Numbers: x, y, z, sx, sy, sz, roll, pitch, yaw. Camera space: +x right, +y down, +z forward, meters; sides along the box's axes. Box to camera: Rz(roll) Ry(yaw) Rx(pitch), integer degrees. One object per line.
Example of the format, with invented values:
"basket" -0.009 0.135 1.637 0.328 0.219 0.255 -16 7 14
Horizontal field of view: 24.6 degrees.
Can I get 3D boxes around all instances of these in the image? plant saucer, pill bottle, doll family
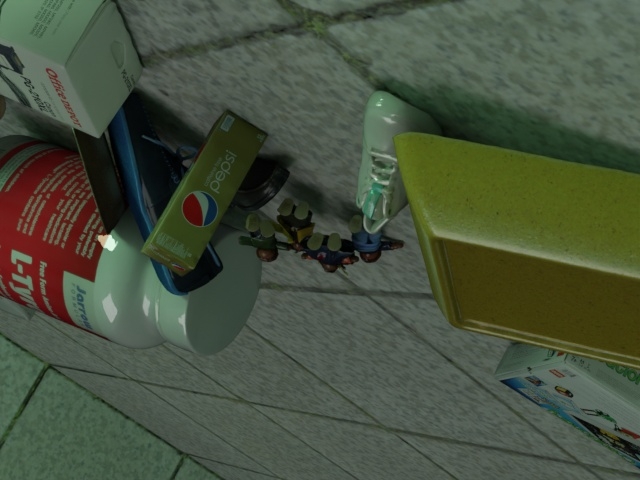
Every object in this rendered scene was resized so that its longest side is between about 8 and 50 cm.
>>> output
"plant saucer" -0.277 -0.106 1.816 0.198 0.036 0.199 162 90 -83
"pill bottle" -0.293 0.012 2.003 0.407 0.229 0.229 19 160 28
"doll family" 0.000 0.000 1.764 0.193 0.076 0.111 17 158 12
"plant saucer" 0.236 0.032 1.415 0.332 0.081 0.333 12 158 16

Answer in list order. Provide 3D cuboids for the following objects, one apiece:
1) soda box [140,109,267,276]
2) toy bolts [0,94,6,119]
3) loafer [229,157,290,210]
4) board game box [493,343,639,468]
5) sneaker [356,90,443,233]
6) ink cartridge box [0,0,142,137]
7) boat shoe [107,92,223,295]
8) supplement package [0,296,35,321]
"soda box" -0.131 -0.052 1.653 0.058 0.181 0.061 32 162 -10
"toy bolts" -0.537 -0.212 1.991 0.228 0.158 0.218 26 125 42
"loafer" -0.096 -0.074 1.745 0.061 0.062 0.170 44 157 -23
"board game box" 0.387 0.218 1.832 0.305 0.053 0.193 32 161 -11
"sneaker" 0.068 -0.068 1.457 0.080 0.094 0.212 26 162 14
"ink cartridge box" -0.331 -0.228 1.602 0.237 0.100 0.172 24 162 14
"boat shoe" -0.189 -0.064 1.791 0.109 0.089 0.258 36 145 61
"supplement package" -0.489 -0.022 2.245 0.149 0.203 0.194 19 161 26
